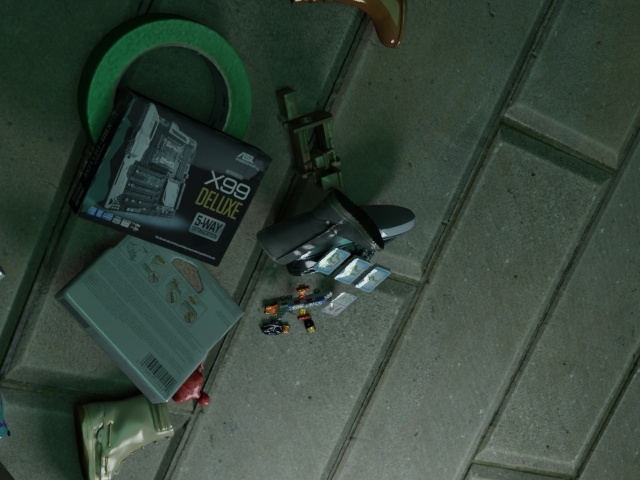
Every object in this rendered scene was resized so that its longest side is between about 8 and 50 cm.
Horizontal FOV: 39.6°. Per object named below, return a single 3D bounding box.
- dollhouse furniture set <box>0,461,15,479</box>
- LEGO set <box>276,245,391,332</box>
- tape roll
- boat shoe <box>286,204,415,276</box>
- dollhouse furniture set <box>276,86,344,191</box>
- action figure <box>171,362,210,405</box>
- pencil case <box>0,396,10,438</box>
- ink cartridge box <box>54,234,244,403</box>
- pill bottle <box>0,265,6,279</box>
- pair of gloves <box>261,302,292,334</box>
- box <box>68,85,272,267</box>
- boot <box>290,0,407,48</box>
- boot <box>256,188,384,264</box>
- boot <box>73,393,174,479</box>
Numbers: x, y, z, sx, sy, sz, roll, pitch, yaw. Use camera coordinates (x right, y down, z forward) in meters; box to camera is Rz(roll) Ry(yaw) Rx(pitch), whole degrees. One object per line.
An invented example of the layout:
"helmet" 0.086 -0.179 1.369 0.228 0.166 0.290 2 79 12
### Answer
"dollhouse furniture set" -0.697 0.528 1.778 0.151 0.144 0.123 -26 127 -34
"LEGO set" 0.019 0.127 1.971 0.182 0.060 0.244 23 125 -39
"tape roll" -0.291 -0.262 1.681 0.321 0.077 0.321 -11 115 -24
"boat shoe" 0.068 0.008 1.972 0.306 0.113 0.105 -19 125 -17
"dollhouse furniture set" 0.003 -0.216 1.808 0.101 0.161 0.182 -22 121 -19
"action figure" -0.340 0.245 1.877 0.091 0.139 0.280 -45 102 0
"pencil case" -0.654 0.324 1.740 0.064 0.070 0.152 -13 116 -23
"ink cartridge box" -0.334 0.131 1.780 0.296 0.066 0.261 52 56 -15
"pill bottle" -0.655 0.080 1.629 0.137 0.078 0.078 -36 123 -10
"pair of gloves" -0.098 0.178 2.015 0.074 0.010 0.083 -1 114 -30
"box" -0.275 -0.112 1.661 0.307 0.076 0.242 23 100 -34
"boot" 0.048 -0.492 1.742 0.220 0.109 0.284 -23 118 -20
"boot" 0.001 -0.001 1.835 0.208 0.076 0.189 -35 114 23
"boot" -0.415 0.449 1.913 0.203 0.095 0.262 -12 112 -25
